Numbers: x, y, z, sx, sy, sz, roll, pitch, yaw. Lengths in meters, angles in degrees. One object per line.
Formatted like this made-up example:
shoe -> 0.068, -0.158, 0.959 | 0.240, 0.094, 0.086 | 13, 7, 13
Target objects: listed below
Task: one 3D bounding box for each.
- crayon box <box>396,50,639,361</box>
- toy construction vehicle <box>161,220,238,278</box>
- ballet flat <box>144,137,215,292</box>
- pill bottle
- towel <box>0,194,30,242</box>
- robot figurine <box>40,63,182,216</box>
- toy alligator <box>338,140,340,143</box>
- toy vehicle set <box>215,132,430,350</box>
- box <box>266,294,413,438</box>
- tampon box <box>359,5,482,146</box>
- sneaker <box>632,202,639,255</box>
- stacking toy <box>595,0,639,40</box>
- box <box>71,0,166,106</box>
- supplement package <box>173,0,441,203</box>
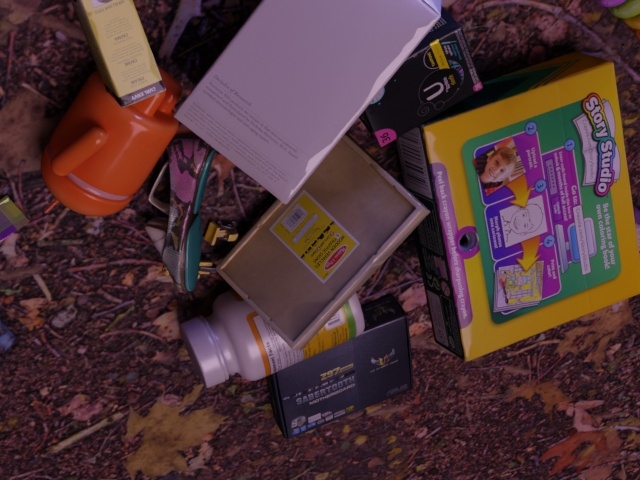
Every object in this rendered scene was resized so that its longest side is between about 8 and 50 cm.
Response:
crayon box -> 0.289, -0.051, 2.068 | 0.313, 0.106, 0.363 | -20, 112, -19
toy construction vehicle -> -0.166, 0.014, 2.007 | 0.098, 0.035, 0.086 | 2, 127, -33
ballet flat -> -0.191, -0.037, 1.918 | 0.079, 0.077, 0.221 | 13, 117, 6
pill bottle -> -0.072, 0.120, 2.088 | 0.245, 0.136, 0.136 | -23, 137, -12
towel -> -0.420, -0.019, 1.838 | 0.083, 0.009, 0.060 | -34, 138, -1
robot figurine -> -0.259, -0.120, 1.756 | 0.128, 0.158, 0.219 | 25, 114, -25
toy alligator -> 0.003, -0.199, 1.897 | 0.051, 0.056, 0.190 | -35, 138, 1
toy vehicle set -> 0.000, 0.000, 1.986 | 0.267, 0.166, 0.035 | -47, 162, 8
box -> 0.030, 0.202, 2.286 | 0.232, 0.059, 0.183 | -21, 135, -14
tampon box -> 0.110, -0.227, 1.904 | 0.161, 0.101, 0.120 | -31, 138, -2
sneaker -> 0.503, -0.022, 2.353 | 0.236, 0.095, 0.104 | -9, 125, -24
stacking toy -> 0.433, -0.358, 1.966 | 0.302, 0.175, 0.166 | 20, 114, -30
box -> -0.244, -0.269, 1.602 | 0.058, 0.087, 0.232 | -25, 115, -11
supplement package -> -0.010, -0.223, 1.728 | 0.175, 0.177, 0.293 | 38, 108, -6
